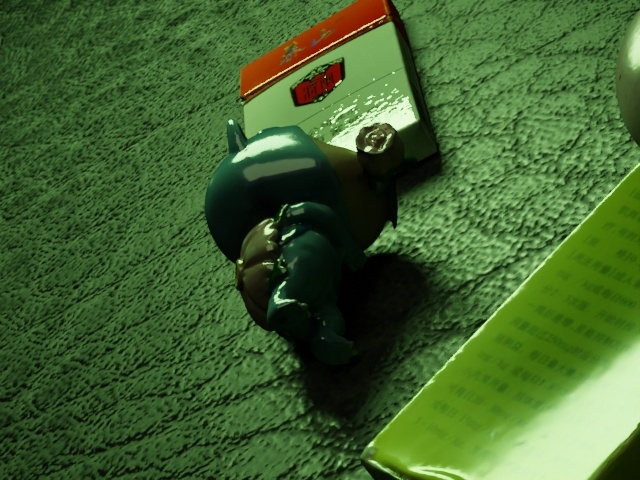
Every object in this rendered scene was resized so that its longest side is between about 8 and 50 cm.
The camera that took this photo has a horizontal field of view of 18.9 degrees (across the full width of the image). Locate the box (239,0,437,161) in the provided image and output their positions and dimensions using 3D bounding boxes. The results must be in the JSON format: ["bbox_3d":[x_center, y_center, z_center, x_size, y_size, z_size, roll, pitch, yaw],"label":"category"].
[{"bbox_3d":[0.008,-0.099,1.415,0.139,0.035,0.245,-29,28,13],"label":"box"}]

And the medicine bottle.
[{"bbox_3d":[0.162,0.073,0.854,0.250,0.137,0.141,-45,29,-17],"label":"medicine bottle"}]

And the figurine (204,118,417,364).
[{"bbox_3d":[0.002,-0.004,1.208,0.144,0.114,0.178,-22,41,10],"label":"figurine"}]

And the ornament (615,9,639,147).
[{"bbox_3d":[0.243,-0.091,0.990,0.177,0.177,0.177,-27,28,16],"label":"ornament"}]
